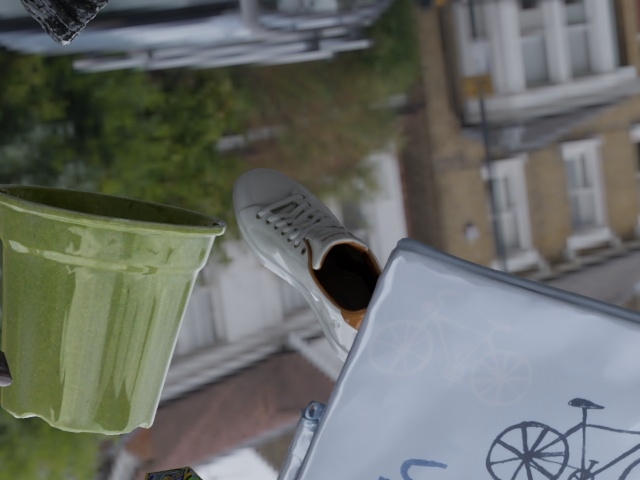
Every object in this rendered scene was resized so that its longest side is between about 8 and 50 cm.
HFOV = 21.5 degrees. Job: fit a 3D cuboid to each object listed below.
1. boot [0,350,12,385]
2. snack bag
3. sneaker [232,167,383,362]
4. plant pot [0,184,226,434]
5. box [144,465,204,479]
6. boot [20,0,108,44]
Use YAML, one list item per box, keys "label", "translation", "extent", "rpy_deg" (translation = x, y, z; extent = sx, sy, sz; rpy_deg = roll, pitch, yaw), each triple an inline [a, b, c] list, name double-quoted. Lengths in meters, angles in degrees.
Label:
- label: "boot"
  translation: [-0.335, 0.094, 1.500]
  extent: [0.106, 0.037, 0.114]
  rpy_deg: [44, -165, 19]
- label: "snack bag"
  translation: [0.131, 0.176, 1.275]
  extent: [0.323, 0.342, 0.037]
  rpy_deg: [16, -160, -14]
- label: "sneaker"
  translation: [0.000, 0.000, 1.884]
  extent: [0.106, 0.123, 0.290]
  rpy_deg: [-27, -121, -22]
- label: "plant pot"
  translation: [-0.265, 0.082, 1.954]
  extent: [0.276, 0.254, 0.276]
  rpy_deg: [10, -175, -1]
- label: "box"
  translation: [-0.126, 0.314, 1.830]
  extent: [0.059, 0.169, 0.054]
  rpy_deg: [-13, -134, 29]
- label: "boot"
  translation: [-0.370, -0.291, 1.806]
  extent: [0.348, 0.260, 0.131]
  rpy_deg: [-45, -159, -3]
